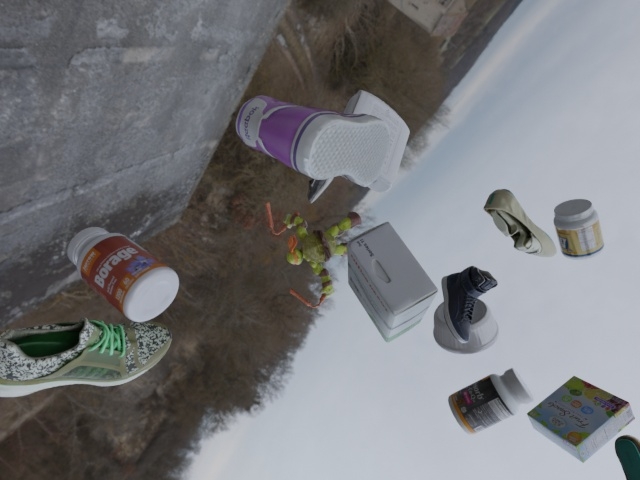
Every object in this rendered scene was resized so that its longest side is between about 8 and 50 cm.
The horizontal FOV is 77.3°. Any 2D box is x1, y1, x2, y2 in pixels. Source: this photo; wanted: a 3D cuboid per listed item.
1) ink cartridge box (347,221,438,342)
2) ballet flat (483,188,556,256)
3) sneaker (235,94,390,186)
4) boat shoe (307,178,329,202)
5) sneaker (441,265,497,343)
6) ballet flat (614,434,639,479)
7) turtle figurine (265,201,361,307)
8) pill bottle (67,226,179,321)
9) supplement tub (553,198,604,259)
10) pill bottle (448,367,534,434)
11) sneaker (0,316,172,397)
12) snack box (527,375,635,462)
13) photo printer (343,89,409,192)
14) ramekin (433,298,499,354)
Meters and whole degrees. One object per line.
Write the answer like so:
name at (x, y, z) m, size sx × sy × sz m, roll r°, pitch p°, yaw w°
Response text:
ink cartridge box at (0.121, 0.083, 0.732) m, size 0.087 × 0.153 × 0.208 m, roll -28°, pitch 156°, yaw -8°
ballet flat at (0.512, -0.023, 1.035) m, size 0.086 × 0.248 × 0.086 m, roll -44°, pitch -170°, yaw 10°
sneaker at (-0.004, -0.154, 0.584) m, size 0.282 × 0.161 × 0.102 m, roll -7°, pitch 119°, yaw -61°
boat shoe at (0.006, -0.295, 1.793) m, size 0.112 × 0.096 × 0.335 m, roll -48°, pitch 180°, yaw -38°
sneaker at (0.460, 0.186, 1.214) m, size 0.163 × 0.086 × 0.226 m, roll -33°, pitch -132°, yaw 44°
ballet flat at (0.709, 0.546, 0.858) m, size 0.080 × 0.073 × 0.232 m, roll -33°, pitch -133°, yaw 51°
turtle figurine at (0.000, 0.000, 0.925) m, size 0.218 × 0.269 × 0.087 m, roll -21°, pitch 167°, yaw -26°
pill bottle at (-0.403, 0.060, 0.808) m, size 0.121 × 0.216 × 0.121 m, roll -48°, pitch 156°, yaw -30°
supplement tub at (0.973, -0.042, 1.512) m, size 0.145 × 0.199 × 0.144 m, roll -24°, pitch -159°, yaw 10°
pill bottle at (0.647, 0.609, 1.527) m, size 0.279 × 0.162 × 0.162 m, roll -37°, pitch -177°, yaw 17°
sneaker at (-0.524, 0.243, 0.915) m, size 0.411 × 0.157 × 0.182 m, roll 0°, pitch 145°, yaw -47°
snack box at (0.751, 0.511, 1.165) m, size 0.207 × 0.070 × 0.174 m, roll -33°, pitch -166°, yaw -12°
photo printer at (0.176, -0.354, 1.382) m, size 0.107 × 0.256 × 0.307 m, roll -25°, pitch -141°, yaw 55°
ramekin at (0.615, 0.352, 1.724) m, size 0.273 × 0.127 × 0.272 m, roll -17°, pitch -156°, yaw 8°
